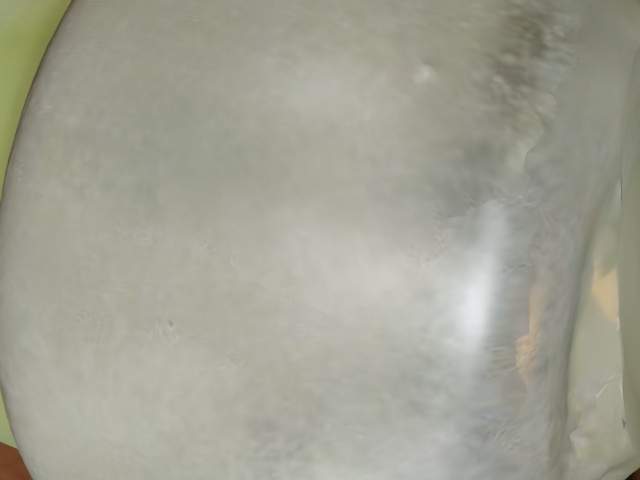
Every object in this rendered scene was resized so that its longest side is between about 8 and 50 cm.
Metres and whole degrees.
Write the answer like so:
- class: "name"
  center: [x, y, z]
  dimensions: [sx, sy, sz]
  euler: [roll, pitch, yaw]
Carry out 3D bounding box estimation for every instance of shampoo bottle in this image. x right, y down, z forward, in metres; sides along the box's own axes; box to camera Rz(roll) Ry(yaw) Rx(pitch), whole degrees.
- class: "shampoo bottle"
  center: [0.000, 0.000, 0.634]
  dimensions: [0.322, 0.317, 0.322]
  euler: [-37, 134, -51]
